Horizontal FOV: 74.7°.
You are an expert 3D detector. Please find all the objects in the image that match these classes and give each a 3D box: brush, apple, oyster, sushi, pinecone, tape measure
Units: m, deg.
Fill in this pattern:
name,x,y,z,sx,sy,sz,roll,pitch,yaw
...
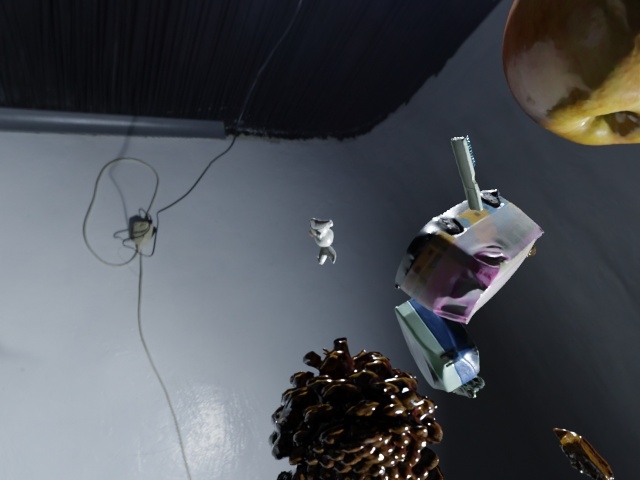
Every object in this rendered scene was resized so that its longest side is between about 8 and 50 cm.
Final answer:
name,x,y,z,sx,sy,sz,roll,pitch,yaw
brush,0.147,-0.065,0.413,0.013,0.016,0.083,-41,122,-26
apple,0.554,-0.367,0.790,0.391,0.391,0.346,17,75,-20
oyster,0.445,0.444,1.483,0.268,0.198,0.112,37,73,29
sushi,0.512,0.423,0.820,0.120,0.055,0.052,46,39,2
pinecone,0.042,0.233,0.531,0.221,0.221,0.221,16,51,-21
tape measure,0.357,0.324,1.292,0.138,0.262,0.259,-25,39,-3

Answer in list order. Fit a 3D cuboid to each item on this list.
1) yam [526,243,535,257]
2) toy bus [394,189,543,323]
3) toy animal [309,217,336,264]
name,x,y,z,sx,sy,sz,roll,pitch,yaw
yam,0.518,0.066,1.243,0.241,0.057,0.057,-23,65,4
toy bus,0.322,0.026,0.872,0.162,0.171,0.386,36,37,26
toy animal,0.000,0.000,1.717,0.131,0.181,0.127,2,49,20
